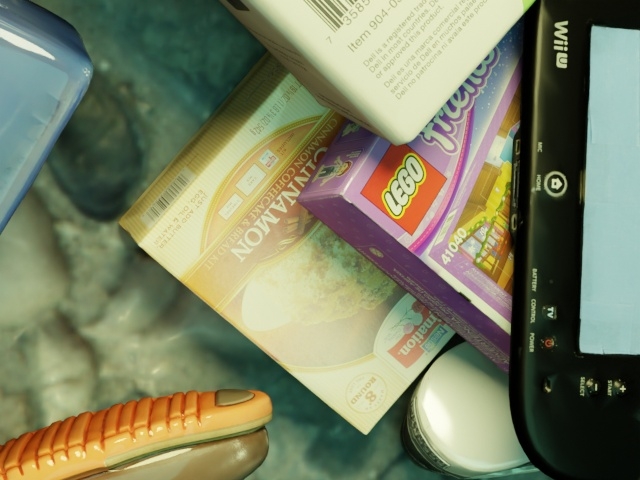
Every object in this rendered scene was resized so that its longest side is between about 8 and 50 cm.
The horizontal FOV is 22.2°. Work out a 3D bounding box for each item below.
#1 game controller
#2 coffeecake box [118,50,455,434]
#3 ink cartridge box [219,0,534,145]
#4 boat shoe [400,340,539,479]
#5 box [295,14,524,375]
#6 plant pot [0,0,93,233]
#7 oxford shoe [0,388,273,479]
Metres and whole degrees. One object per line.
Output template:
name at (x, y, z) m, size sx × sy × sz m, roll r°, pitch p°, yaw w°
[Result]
game controller at (0.182, -0.024, 0.890) m, size 0.166 × 0.067 × 0.319 m, roll 5°, pitch 85°, yaw -29°
coffeecake box at (0.000, 0.000, 0.962) m, size 0.185 × 0.068 × 0.142 m, roll 41°, pitch 88°, yaw -22°
ink cartridge box at (-0.001, -0.213, 0.800) m, size 0.198 × 0.115 × 0.273 m, roll -48°, pitch 119°, yaw -3°
boat shoe at (0.193, 0.082, 1.024) m, size 0.301 × 0.102 × 0.108 m, roll -19°, pitch 77°, yaw -13°
box at (0.142, -0.081, 0.943) m, size 0.201 × 0.057 × 0.293 m, roll 40°, pitch 71°, yaw -21°
plant pot at (-0.261, -0.053, 0.789) m, size 0.212 × 0.236 × 0.236 m, roll 32°, pitch 93°, yaw -15°
oxford shoe at (-0.181, 0.191, 0.914) m, size 0.364 × 0.130 × 0.132 m, roll -24°, pitch 93°, yaw 1°
